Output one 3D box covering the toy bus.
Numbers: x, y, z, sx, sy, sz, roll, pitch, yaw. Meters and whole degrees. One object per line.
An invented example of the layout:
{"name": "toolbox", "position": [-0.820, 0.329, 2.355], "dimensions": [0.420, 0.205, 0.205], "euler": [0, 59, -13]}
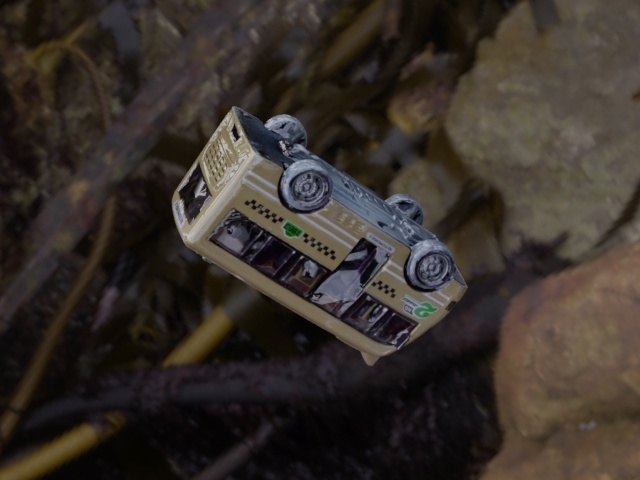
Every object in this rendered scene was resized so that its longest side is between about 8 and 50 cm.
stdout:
{"name": "toy bus", "position": [0.000, 0.000, 1.507], "dimensions": [0.157, 0.290, 0.139], "euler": [-51, 28, 14]}
